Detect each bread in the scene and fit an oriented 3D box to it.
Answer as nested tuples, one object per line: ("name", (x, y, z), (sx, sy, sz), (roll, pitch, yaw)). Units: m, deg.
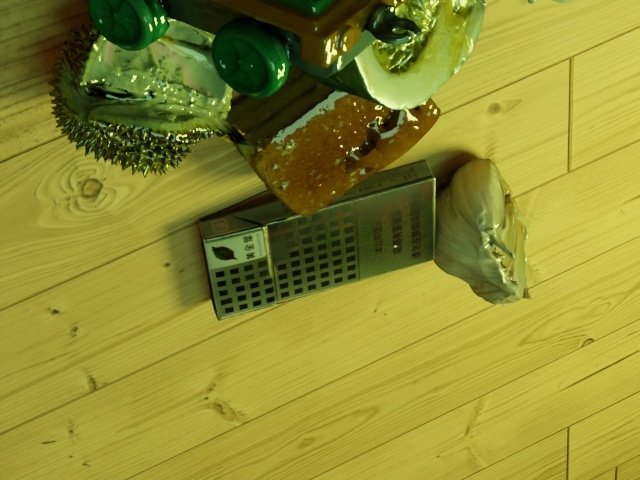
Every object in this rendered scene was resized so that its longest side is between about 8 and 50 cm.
("bread", (0.017, -0.151, 1.995), (0.234, 0.110, 0.184), (-36, 143, 6))

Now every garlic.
("garlic", (0.222, -0.004, 2.278), (0.142, 0.178, 0.229), (-6, 125, 14))

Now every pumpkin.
("pumpkin", (0.044, -0.308, 1.763), (0.263, 0.197, 0.293), (-25, 126, -41))

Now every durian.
("durian", (-0.200, -0.165, 1.783), (0.237, 0.138, 0.193), (33, 70, -31))

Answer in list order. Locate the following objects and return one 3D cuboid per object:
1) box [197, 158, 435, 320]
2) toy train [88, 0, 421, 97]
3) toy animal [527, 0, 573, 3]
("box", (0.000, 0.001, 2.171), (0.324, 0.047, 0.180), (-16, 141, -9))
("toy train", (-0.089, -0.300, 1.526), (0.178, 0.429, 0.249), (-44, 148, -38))
("toy animal", (0.234, -0.355, 1.665), (0.193, 0.127, 0.178), (37, 89, -16))
